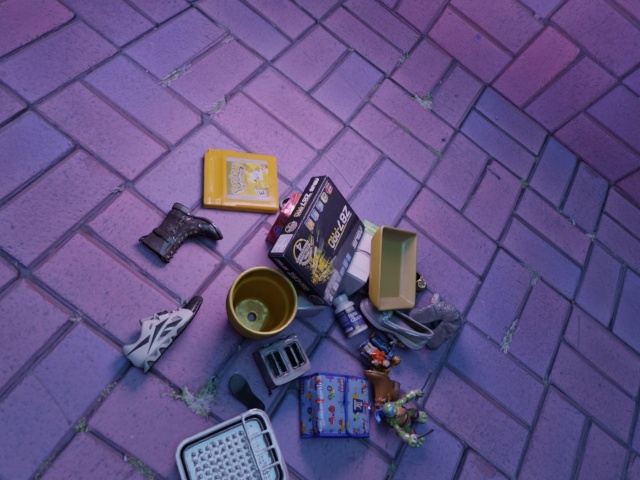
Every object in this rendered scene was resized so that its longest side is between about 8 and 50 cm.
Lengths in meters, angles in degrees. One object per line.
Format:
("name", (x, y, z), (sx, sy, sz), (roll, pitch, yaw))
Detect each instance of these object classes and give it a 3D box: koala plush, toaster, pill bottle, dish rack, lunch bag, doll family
("koala plush", (0.526, 0.335, 2.078), (0.196, 0.203, 0.221), (57, 23, 7))
("toaster", (-0.145, 0.461, 1.790), (0.168, 0.110, 0.186), (-20, 75, -27))
("pill bottle", (0.116, 0.310, 1.971), (0.094, 0.094, 0.169), (-23, 76, -29))
("dish rack", (-0.301, 0.761, 1.611), (0.332, 0.072, 0.286), (-16, 74, -27))
("lunch bag", (0.077, 0.630, 1.806), (0.293, 0.138, 0.221), (15, 60, -32))
("doll family", (0.257, 0.459, 1.961), (0.163, 0.118, 0.263), (45, 38, 11))

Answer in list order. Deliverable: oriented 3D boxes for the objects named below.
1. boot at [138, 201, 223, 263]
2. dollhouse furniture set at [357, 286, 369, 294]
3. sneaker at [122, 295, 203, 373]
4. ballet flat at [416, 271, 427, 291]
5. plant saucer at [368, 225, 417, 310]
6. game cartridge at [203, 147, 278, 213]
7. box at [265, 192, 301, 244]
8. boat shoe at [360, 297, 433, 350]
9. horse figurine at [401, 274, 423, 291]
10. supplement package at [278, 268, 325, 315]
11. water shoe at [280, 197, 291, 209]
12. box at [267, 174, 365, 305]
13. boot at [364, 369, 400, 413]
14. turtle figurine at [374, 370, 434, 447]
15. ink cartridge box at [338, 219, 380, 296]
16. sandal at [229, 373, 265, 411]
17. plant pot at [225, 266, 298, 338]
("boot", (-0.545, -0.005, 1.878), (0.263, 0.091, 0.229), (30, 64, -1))
("dollhouse furniture set", (0.183, 0.247, 2.044), (0.081, 0.091, 0.114), (18, 63, 5))
("sneaker", (-0.560, 0.298, 1.697), (0.146, 0.122, 0.330), (40, 58, -2))
("ballet flat", (0.392, 0.139, 2.181), (0.250, 0.058, 0.084), (43, 59, 2))
("plant saucer", (0.295, 0.118, 1.980), (0.333, 0.081, 0.333), (8, 83, -54))
("game cartridge", (-0.348, -0.262, 2.085), (0.323, 0.053, 0.285), (4, 65, -21))
("box", (-0.118, -0.064, 1.960), (0.128, 0.257, 0.123), (36, 57, -2))
("boat shoe", (0.311, 0.328, 1.964), (0.320, 0.103, 0.118), (36, 35, 2))
("horse figurine", (0.341, 0.149, 2.129), (0.174, 0.066, 0.263), (-36, 92, 1))
("supplement package", (-0.080, 0.179, 1.933), (0.139, 0.134, 0.244), (-1, 67, -21))
("water shoe", (-0.080, -0.172, 2.129), (0.203, 0.080, 0.073), (-2, 67, -22))
("box", (0.000, 0.000, 1.812), (0.318, 0.097, 0.395), (52, 52, -36))
("boot", (0.232, 0.605, 1.871), (0.197, 0.073, 0.152), (33, 65, -23))
("turtle figurine", (0.363, 0.672, 1.786), (0.274, 0.266, 0.198), (-29, 46, 9))
("ink cartridge box", (0.152, 0.078, 2.033), (0.114, 0.198, 0.273), (30, 59, -6))
("sandal", (-0.273, 0.566, 1.738), (0.067, 0.040, 0.179), (-41, 100, -26))
("plant pot", (-0.236, 0.255, 1.775), (0.254, 0.239, 0.254), (8, 63, -17))
